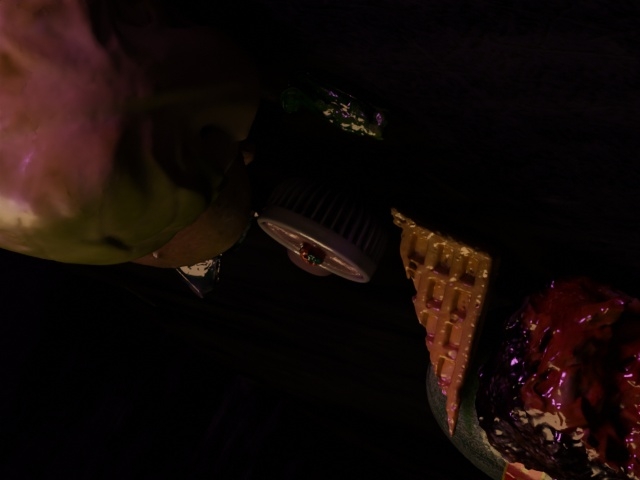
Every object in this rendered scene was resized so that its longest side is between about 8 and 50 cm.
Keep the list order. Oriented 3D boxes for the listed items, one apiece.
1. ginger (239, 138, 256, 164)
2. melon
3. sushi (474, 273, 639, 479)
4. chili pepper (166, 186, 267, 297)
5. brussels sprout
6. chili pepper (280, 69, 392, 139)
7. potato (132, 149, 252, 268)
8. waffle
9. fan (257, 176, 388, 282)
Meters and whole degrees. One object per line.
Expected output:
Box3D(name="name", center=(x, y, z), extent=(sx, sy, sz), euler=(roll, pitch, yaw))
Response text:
Box3D(name="ginger", center=(-0.145, -0.108, 1.840), extent=(0.173, 0.051, 0.069), euler=(23, 172, 38))
Box3D(name="melon", center=(0.240, 0.170, 1.789), extent=(0.288, 0.182, 0.182), euler=(24, 169, 19))
Box3D(name="sushi", center=(0.298, 0.173, 1.608), extent=(0.343, 0.196, 0.182), euler=(30, 177, -7))
Box3D(name="chili pepper", center=(-0.157, -0.022, 2.106), extent=(0.148, 0.116, 0.264), euler=(33, 169, -4))
Box3D(name="brussels sprout", center=(-0.212, -0.116, 1.420), extent=(0.328, 0.247, 0.328), euler=(18, -157, -8))
Box3D(name="chili pepper", center=(0.003, -0.110, 1.471), extent=(0.118, 0.035, 0.055), euler=(16, 147, 39))
Box3D(name="potato", center=(-0.203, -0.090, 1.717), extent=(0.307, 0.173, 0.210), euler=(31, 143, -5))
Box3D(name="waffle", center=(0.098, 0.076, 1.734), extent=(0.125, 0.191, 0.032), euler=(24, -158, 24))
Box3D(name="fan", center=(0.000, 0.000, 1.907), extent=(0.130, 0.074, 0.244), euler=(28, 171, 2))
